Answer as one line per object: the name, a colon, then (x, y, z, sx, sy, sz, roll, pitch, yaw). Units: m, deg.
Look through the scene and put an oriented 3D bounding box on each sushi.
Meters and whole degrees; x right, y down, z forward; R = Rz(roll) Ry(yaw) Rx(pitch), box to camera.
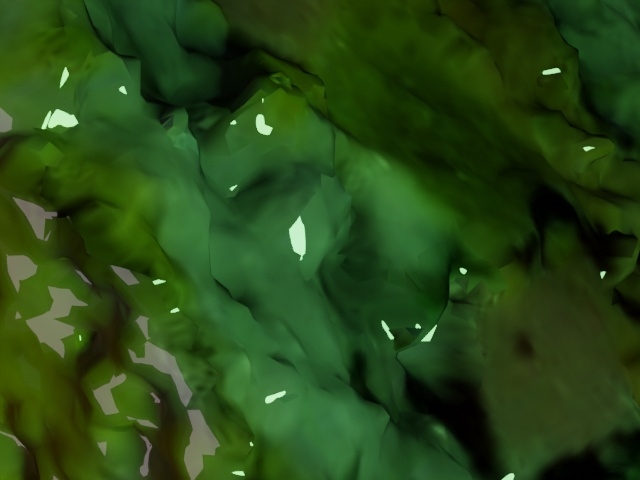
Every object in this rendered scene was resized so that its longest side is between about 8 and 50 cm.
sushi: (0.000, 0.000, 0.625, 0.240, 0.351, 0.396, -41, 78, 43)
